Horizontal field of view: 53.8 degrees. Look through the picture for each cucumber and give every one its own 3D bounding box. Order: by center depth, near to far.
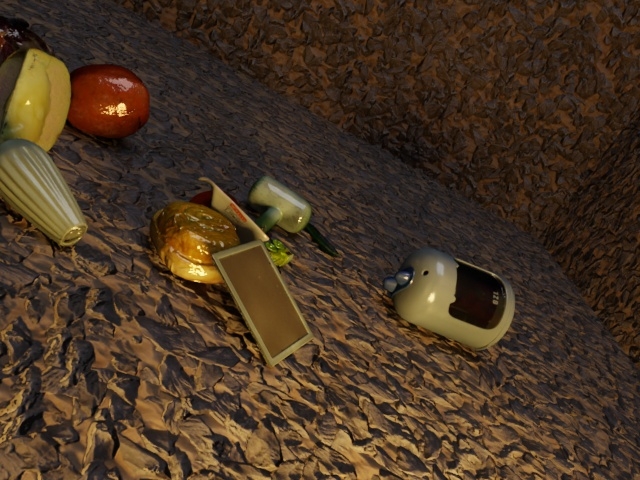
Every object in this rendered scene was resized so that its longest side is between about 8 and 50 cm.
[{"bbox_3d":[0.000,0.000,1.992,0.036,0.033,0.184,-17,47,-30],"label":"cucumber"}]

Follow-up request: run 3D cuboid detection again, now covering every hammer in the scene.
[{"bbox_3d":[-0.153,-0.068,1.846,0.206,0.119,0.335,31,28,2],"label":"hammer"}]

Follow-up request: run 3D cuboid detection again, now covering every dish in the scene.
[{"bbox_3d":[-0.235,-0.068,1.611,0.234,0.064,0.154,46,-3,-8],"label":"dish"}]

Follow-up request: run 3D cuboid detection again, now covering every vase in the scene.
[{"bbox_3d":[-0.577,-0.095,1.303,0.248,0.128,0.128,47,24,13],"label":"vase"}]

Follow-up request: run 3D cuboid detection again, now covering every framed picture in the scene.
[{"bbox_3d":[-0.126,0.133,1.415,0.275,0.017,0.217,62,27,6],"label":"framed picture"}]

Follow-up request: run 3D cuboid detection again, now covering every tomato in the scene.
[{"bbox_3d":[-0.280,-0.088,1.724,0.159,0.091,0.139,25,20,-12],"label":"tomato"}]

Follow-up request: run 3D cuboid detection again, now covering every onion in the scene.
[{"bbox_3d":[-0.834,-0.454,1.603,0.313,0.233,0.314,4,11,-1],"label":"onion"}]

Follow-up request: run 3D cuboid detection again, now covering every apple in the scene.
[{"bbox_3d":[-0.699,-0.318,1.509,0.119,0.265,0.193,13,-6,18],"label":"apple"}]

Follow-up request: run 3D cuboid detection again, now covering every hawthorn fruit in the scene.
[{"bbox_3d":[-0.636,-0.397,1.777,0.298,0.211,0.211,2,34,-33],"label":"hawthorn fruit"}]

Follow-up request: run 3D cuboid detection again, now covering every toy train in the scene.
[{"bbox_3d":[-0.158,0.049,1.644,0.085,0.053,0.249,44,24,13],"label":"toy train"}]

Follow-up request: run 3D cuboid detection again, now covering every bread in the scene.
[{"bbox_3d":[-0.293,0.001,1.472,0.198,0.120,0.236,10,29,-40],"label":"bread"}]

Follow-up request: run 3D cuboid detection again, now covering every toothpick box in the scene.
[{"bbox_3d":[0.362,0.166,1.877,0.354,0.263,0.263,22,23,-21],"label":"toothpick box"}]
